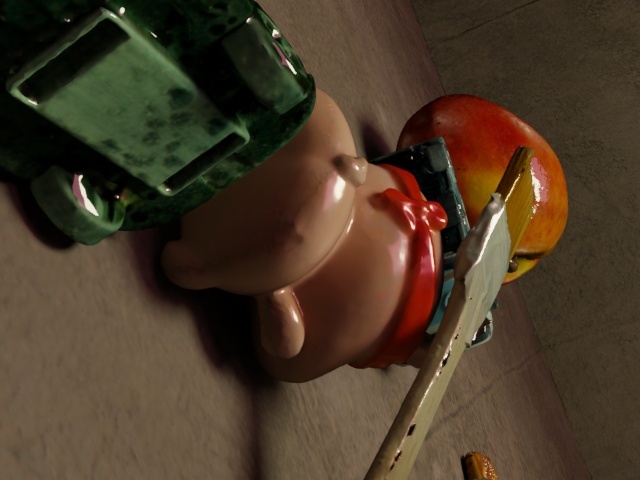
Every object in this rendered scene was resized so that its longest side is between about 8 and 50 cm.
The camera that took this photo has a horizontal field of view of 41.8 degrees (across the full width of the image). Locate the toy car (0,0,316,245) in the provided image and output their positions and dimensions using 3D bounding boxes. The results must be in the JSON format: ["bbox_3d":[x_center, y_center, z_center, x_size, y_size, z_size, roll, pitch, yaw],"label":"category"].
[{"bbox_3d":[-0.121,-0.109,0.343,0.306,0.136,0.125,39,20,-57],"label":"toy car"}]

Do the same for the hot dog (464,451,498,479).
[{"bbox_3d":[0.197,0.307,1.001,0.049,0.037,0.122,36,28,-41],"label":"hot dog"}]

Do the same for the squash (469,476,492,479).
[{"bbox_3d":[0.127,0.354,0.737,0.189,0.189,0.260,-94,-168,-45],"label":"squash"}]

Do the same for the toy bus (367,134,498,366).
[{"bbox_3d":[0.106,0.016,0.900,0.271,0.133,0.164,-85,154,-61],"label":"toy bus"}]

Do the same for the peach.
[{"bbox_3d":[0.223,-0.075,1.199,0.281,0.238,0.280,26,44,-28],"label":"peach"}]

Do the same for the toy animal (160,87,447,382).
[{"bbox_3d":[0.000,0.000,0.559,0.198,0.171,0.171,42,30,-42],"label":"toy animal"}]

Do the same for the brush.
[{"bbox_3d":[0.073,0.078,0.525,0.336,0.020,0.085,-58,150,-31],"label":"brush"}]
